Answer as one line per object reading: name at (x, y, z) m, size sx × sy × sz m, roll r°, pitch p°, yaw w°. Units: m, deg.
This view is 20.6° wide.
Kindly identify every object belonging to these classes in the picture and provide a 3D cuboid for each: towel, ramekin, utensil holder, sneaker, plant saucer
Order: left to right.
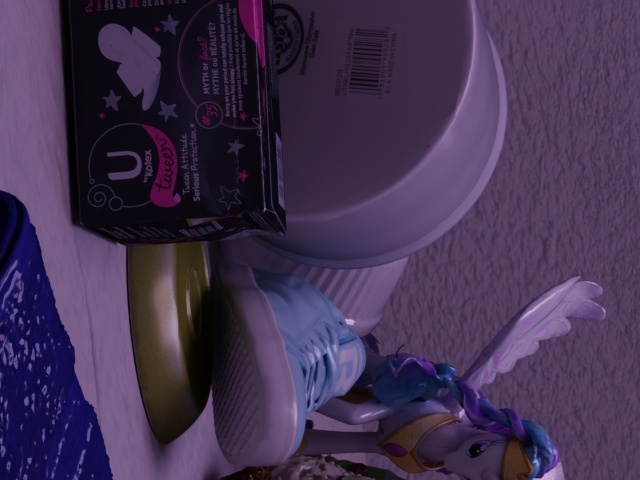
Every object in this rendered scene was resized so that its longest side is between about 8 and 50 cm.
towel at (-0.168, 0.157, 0.871) m, size 0.227 × 0.076 × 0.308 m, roll -79°, pitch 166°, yaw -45°
plant saucer at (-0.126, 0.057, 1.542) m, size 0.241 × 0.037 × 0.241 m, roll -5°, pitch 90°, yaw -85°
sneaker at (-0.023, 0.104, 1.631) m, size 0.366 × 0.150 × 0.135 m, roll -109°, pitch -154°, yaw -69°
ramekin at (0.000, 0.000, 1.925) m, size 0.109 × 0.207 × 0.207 m, roll -57°, pitch -170°, yaw 21°
utensil holder at (0.001, -0.149, 1.618) m, size 0.385 × 0.327 × 0.327 m, roll 30°, pitch 55°, yaw -80°

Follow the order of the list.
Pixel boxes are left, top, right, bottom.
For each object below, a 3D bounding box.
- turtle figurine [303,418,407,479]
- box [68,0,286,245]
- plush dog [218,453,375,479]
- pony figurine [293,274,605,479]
turtle figurine at (0.023, 0.357, 2.022) m, size 0.266 × 0.198 × 0.274 m, roll -77°, pitch 158°, yaw -68°
box at (-0.109, -0.127, 1.337) m, size 0.163 × 0.142 × 0.247 m, roll 54°, pitch 33°, yaw -82°
plush dog at (0.014, 0.285, 1.736) m, size 0.210 × 0.225 × 0.262 m, roll -58°, pitch 140°, yaw -6°
pony figurine at (0.141, 0.194, 1.944) m, size 0.351 × 0.363 × 0.303 m, roll -23°, pitch 119°, yaw -55°
